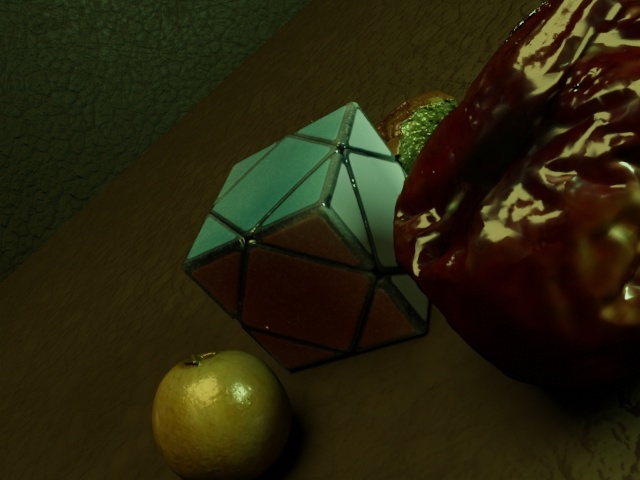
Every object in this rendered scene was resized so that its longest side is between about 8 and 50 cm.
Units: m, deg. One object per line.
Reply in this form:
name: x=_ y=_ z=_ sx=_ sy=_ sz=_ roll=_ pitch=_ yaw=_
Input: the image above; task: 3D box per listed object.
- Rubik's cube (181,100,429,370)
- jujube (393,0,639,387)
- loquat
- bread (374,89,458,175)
Rubik's cube: x=0.000 y=0.000 z=0.778 sx=0.205 sy=0.207 sz=0.205 roll=-24 pitch=31 yaw=31
jujube: x=0.239 y=-0.062 z=0.520 sx=0.377 sy=0.276 sz=0.276 roll=-42 pitch=27 yaw=5
loquat: x=-0.105 y=0.189 z=0.697 sx=0.163 sy=0.163 sz=0.137 roll=-32 pitch=8 yaw=15
bread: x=0.132 y=-0.156 z=0.974 sx=0.156 sy=0.086 sz=0.125 roll=-46 pitch=27 yaw=-14
